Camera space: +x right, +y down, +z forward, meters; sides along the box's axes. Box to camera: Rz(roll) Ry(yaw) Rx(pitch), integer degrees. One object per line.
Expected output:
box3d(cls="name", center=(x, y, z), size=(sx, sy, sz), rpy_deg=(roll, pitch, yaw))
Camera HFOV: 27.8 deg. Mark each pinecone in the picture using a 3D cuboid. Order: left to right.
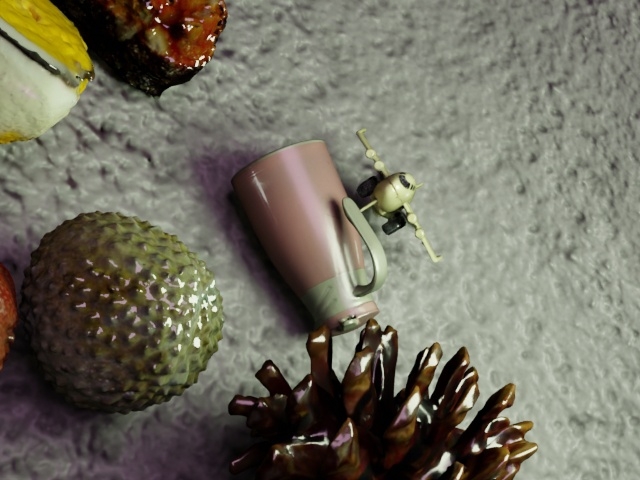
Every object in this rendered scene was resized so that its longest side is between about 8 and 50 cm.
box3d(cls="pinecone", center=(0.056, 0.276, 1.587), size=(0.397, 0.398, 0.398), rpy_deg=(12, 64, -25))

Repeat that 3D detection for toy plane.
box3d(cls="toy plane", center=(0.106, -0.065, 1.890), size=(0.229, 0.092, 0.244), rpy_deg=(59, 11, 5))

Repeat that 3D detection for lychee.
box3d(cls="lychee", center=(-0.241, 0.084, 1.586), size=(0.255, 0.274, 0.255), rpy_deg=(23, 60, -47))

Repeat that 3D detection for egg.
box3d(cls="egg", center=(-0.456, -0.247, 1.627), size=(0.337, 0.337, 0.201), rpy_deg=(41, 99, -8))

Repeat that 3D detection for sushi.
box3d(cls="sushi", center=(-0.277, -0.375, 1.814), size=(0.343, 0.182, 0.196), rpy_deg=(44, 48, -9))

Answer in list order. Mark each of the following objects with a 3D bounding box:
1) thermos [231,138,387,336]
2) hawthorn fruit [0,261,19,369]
box3d(cls="thermos", center=(0.000, 0.000, 1.808), size=(0.146, 0.176, 0.265), rpy_deg=(-16, 76, -44))
box3d(cls="hawthorn fruit", center=(-0.478, 0.084, 1.491), size=(0.253, 0.205, 0.205), rpy_deg=(17, 61, -12))
